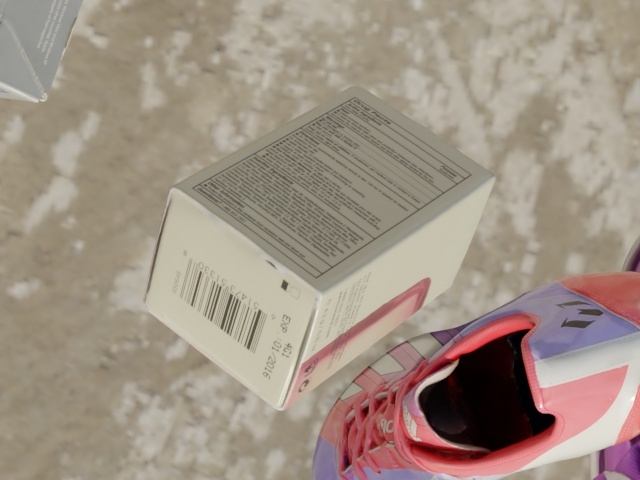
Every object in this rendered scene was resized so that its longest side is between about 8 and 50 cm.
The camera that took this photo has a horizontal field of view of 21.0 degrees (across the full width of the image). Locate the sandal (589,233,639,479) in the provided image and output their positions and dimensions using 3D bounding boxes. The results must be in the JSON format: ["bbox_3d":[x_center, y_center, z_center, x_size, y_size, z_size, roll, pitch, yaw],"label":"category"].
[{"bbox_3d":[0.153,0.192,0.751,0.102,0.169,0.416,-14,115,-33],"label":"sandal"}]

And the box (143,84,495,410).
[{"bbox_3d":[0.000,0.000,1.325,0.232,0.148,0.127,-32,149,-44],"label":"box"}]

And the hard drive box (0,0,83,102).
[{"bbox_3d":[-0.229,-0.188,1.076,0.089,0.232,0.181,24,81,-36],"label":"hard drive box"}]

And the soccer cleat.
[{"bbox_3d":[0.052,0.073,0.721,0.095,0.248,0.083,-8,76,-36],"label":"soccer cleat"}]
